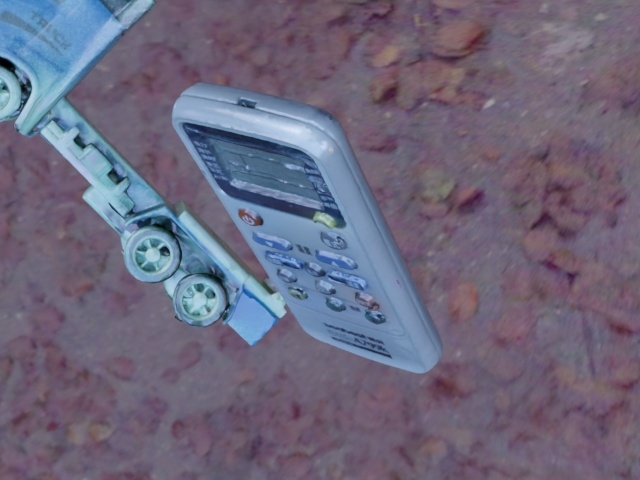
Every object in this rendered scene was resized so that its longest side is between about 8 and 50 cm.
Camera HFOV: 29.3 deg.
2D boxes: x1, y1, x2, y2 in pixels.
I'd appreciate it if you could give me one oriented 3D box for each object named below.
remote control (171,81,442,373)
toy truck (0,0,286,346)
[{"bbox_3d":[0.000,0.000,0.353,0.053,0.124,0.018,18,64,29],"label":"remote control"},{"bbox_3d":[-0.069,-0.038,0.491,0.081,0.067,0.175,-44,101,-2],"label":"toy truck"}]
